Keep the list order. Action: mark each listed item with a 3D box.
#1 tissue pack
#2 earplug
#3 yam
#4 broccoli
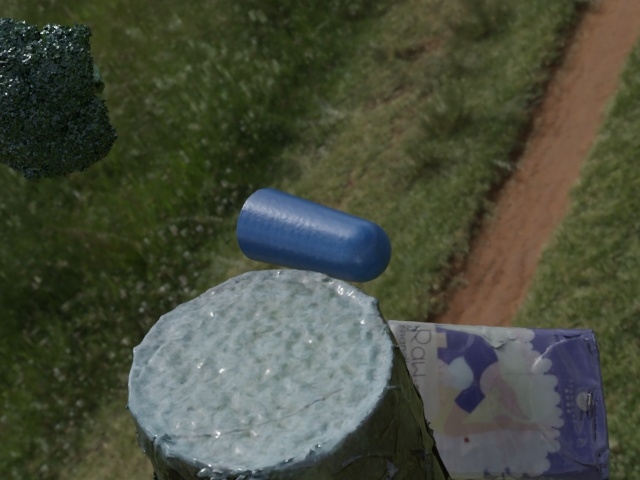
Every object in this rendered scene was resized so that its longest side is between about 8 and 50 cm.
[{"bbox_3d":[0.248,0.253,1.555,0.344,0.125,0.242,2,68,-3],"label":"tissue pack"},{"bbox_3d":[0.000,0.000,1.744,0.273,0.132,0.132,16,54,38],"label":"earplug"},{"bbox_3d":[0.005,0.203,0.787,0.241,0.348,0.241,-15,34,11],"label":"yam"},{"bbox_3d":[-0.295,-0.146,1.078,0.195,0.195,0.156,-20,7,26],"label":"broccoli"}]
